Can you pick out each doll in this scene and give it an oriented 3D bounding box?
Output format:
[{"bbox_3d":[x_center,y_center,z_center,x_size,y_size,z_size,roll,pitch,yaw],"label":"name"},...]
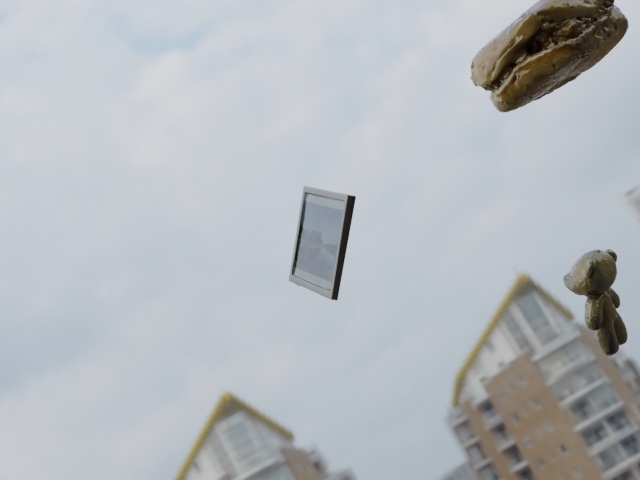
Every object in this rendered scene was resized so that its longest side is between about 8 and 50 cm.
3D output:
[{"bbox_3d":[0.259,0.055,1.163,0.051,0.093,0.061,-33,0,41],"label":"doll"}]

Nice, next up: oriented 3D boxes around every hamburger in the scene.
[{"bbox_3d":[0.299,-0.253,1.655,0.214,0.108,0.214,-37,-2,-1],"label":"hamburger"}]

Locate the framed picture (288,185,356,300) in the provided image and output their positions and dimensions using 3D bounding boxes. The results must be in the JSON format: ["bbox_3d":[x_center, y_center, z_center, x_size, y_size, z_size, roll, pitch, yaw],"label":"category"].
[{"bbox_3d":[0.000,0.000,1.355,0.011,0.109,0.149,8,3,-19],"label":"framed picture"}]
